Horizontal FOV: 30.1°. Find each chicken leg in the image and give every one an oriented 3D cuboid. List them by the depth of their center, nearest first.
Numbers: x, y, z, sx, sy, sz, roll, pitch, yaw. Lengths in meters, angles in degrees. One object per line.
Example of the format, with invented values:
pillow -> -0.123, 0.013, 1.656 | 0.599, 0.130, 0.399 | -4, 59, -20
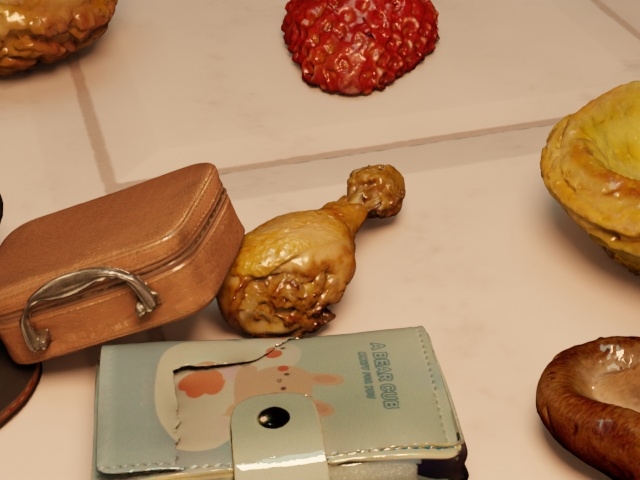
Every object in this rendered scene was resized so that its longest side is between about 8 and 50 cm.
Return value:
chicken leg -> 0.001, -0.002, 1.012 | 0.107, 0.087, 0.251 | 14, 34, 26

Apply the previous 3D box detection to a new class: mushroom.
mushroom -> 0.251, 0.077, 0.777 | 0.227, 0.217, 0.148 | 26, 42, 32

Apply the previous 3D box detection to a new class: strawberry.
strawberry -> 0.045, -0.264, 1.367 | 0.190, 0.111, 0.236 | 7, 36, 5

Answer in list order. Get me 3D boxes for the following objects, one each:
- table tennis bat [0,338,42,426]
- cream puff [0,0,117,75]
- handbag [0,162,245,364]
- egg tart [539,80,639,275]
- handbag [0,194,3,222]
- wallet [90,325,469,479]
table tennis bat -> -0.300, 0.125, 0.878 | 0.130, 0.019, 0.220 | 16, 36, 24
cream puff -> -0.387, -0.306, 1.317 | 0.327, 0.231, 0.343 | 33, 40, 31
handbag -> -0.164, 0.019, 0.911 | 0.193, 0.072, 0.151 | -14, 27, 17
egg tart -> 0.334, -0.042, 1.040 | 0.294, 0.123, 0.294 | -1, 31, 1
handbag -> -0.386, 0.039, 0.932 | 0.244, 0.088, 0.275 | -6, 35, 4
wallet -> -0.032, 0.128, 0.833 | 0.250, 0.075, 0.176 | -4, 29, -6
